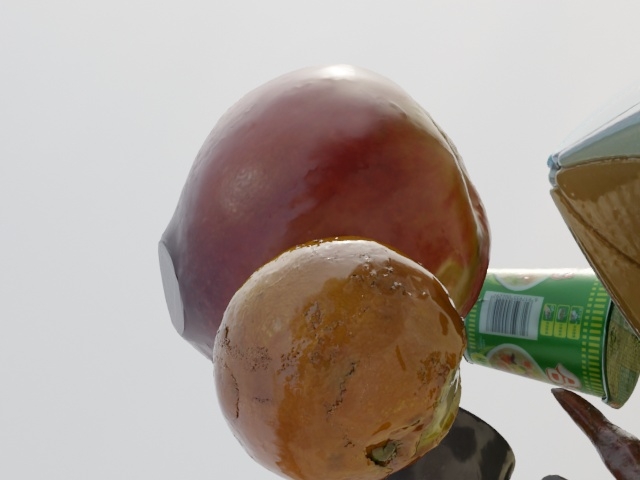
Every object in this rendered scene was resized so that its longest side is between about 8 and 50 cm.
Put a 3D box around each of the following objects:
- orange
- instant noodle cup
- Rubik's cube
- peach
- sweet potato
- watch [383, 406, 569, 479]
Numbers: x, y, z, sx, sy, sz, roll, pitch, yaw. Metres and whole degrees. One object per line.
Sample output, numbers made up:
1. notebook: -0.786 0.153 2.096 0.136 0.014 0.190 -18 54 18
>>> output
1. orange: 0.018 0.113 1.455 0.240 0.240 0.240 -44 -28 -31
2. instant noodle cup: 0.326 0.123 2.235 0.207 0.232 0.207 -23 -64 -60
3. Rubik's cube: 0.540 -0.072 1.986 0.352 0.347 0.351 -28 7 40
4. peach: 0.000 0.000 1.766 0.388 0.388 0.388 -44 -28 -31
5. sweet potato: 0.395 0.282 2.049 0.078 0.255 0.058 25 -72 -46
6. watch: 0.140 0.335 2.082 0.327 0.335 0.314 57 -136 -47
